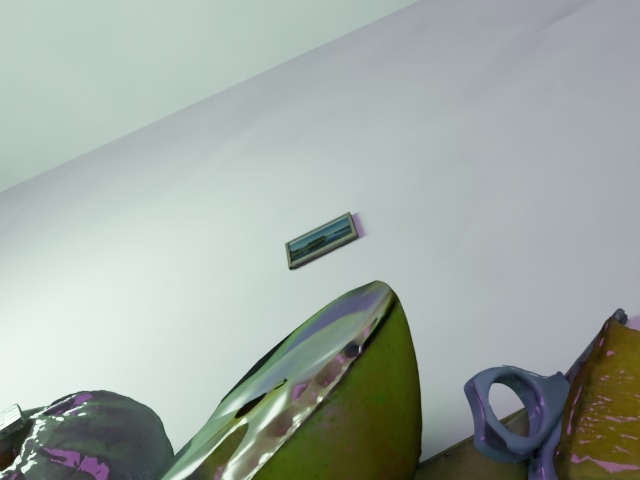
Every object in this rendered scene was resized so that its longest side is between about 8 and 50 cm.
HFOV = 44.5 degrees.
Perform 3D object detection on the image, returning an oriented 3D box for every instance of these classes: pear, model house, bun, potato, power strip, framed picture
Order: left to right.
[{"bbox_3d":[-0.431,0.250,1.082,0.040,0.016,0.090,-34,16,-20],"label":"power strip"},{"bbox_3d":[-0.359,0.345,1.067,0.354,0.194,0.354,-25,27,13],"label":"bun"},{"bbox_3d":[-0.013,0.239,0.891,0.399,0.165,0.399,-42,6,6],"label":"pear"},{"bbox_3d":[0.000,0.000,1.532,0.149,0.011,0.109,-27,26,6],"label":"framed picture"},{"bbox_3d":[0.194,0.246,0.863,0.120,0.081,0.149,-8,-24,-49],"label":"potato"},{"bbox_3d":[0.350,0.181,0.672,0.234,0.175,0.193,-8,32,42],"label":"model house"}]

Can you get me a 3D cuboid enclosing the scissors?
[{"bbox_3d":[0.283,0.158,0.856,0.360,0.191,0.029,-35,-9,-45],"label":"scissors"}]
